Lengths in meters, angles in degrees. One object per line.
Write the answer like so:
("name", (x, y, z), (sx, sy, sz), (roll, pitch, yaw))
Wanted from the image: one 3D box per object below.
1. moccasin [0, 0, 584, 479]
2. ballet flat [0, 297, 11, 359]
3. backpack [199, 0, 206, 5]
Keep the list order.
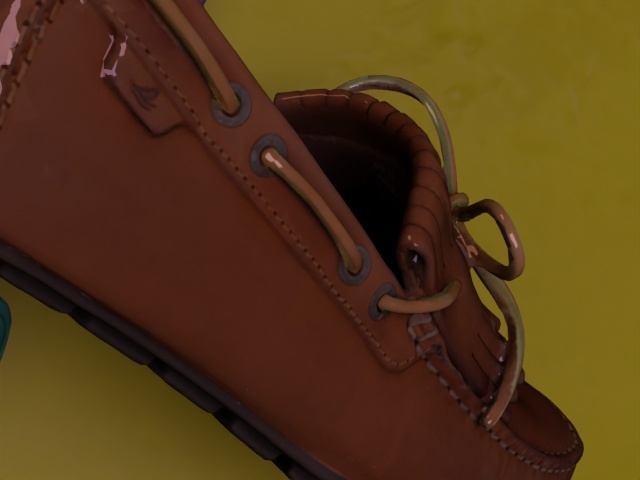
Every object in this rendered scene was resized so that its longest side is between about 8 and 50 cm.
("moccasin", (-0.002, -0.001, 0.586), (0.147, 0.139, 0.380), (-50, 129, 0))
("ballet flat", (-0.216, 0.141, 0.553), (0.123, 0.123, 0.348), (19, 100, -22))
("backpack", (-0.129, -0.089, 0.596), (0.152, 0.115, 0.182), (41, 78, -21))
